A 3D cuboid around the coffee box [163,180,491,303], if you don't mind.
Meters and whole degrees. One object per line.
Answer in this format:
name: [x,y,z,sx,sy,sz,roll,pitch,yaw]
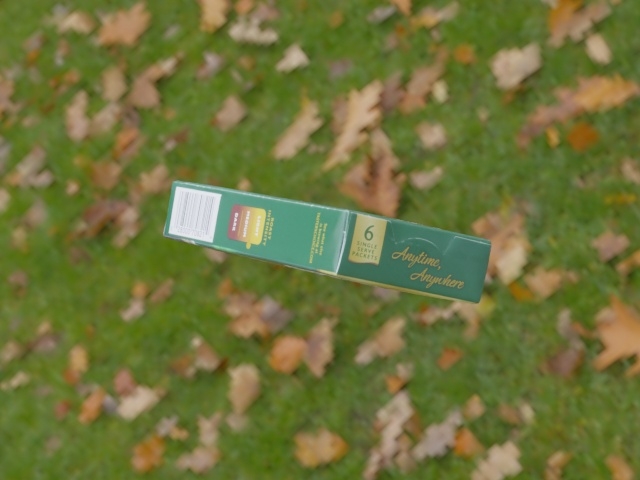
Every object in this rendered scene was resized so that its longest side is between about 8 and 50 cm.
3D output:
coffee box: [0.000,0.000,1.083,0.184,0.113,0.040,11,88,51]
